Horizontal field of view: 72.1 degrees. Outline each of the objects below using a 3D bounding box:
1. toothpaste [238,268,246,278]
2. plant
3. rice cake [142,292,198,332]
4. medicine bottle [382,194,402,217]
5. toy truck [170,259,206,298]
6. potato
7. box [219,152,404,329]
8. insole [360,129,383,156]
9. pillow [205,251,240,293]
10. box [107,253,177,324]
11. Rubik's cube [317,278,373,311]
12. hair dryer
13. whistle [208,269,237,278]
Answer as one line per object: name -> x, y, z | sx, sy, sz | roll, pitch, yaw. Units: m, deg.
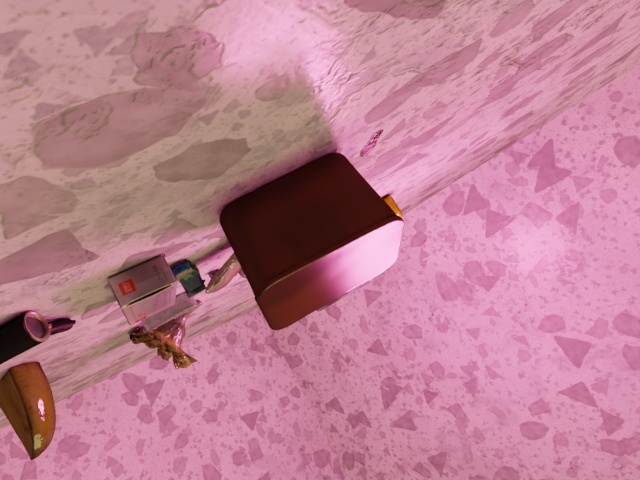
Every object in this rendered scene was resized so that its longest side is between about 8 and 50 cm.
toothpaste -> -0.188, 0.034, 1.523 | 0.266, 0.061, 0.096 | -41, 167, 25
plant -> -0.627, 0.375, 1.772 | 0.261, 0.297, 0.305 | 13, -173, -45
rice cake -> -0.536, 0.248, 1.541 | 0.206, 0.069, 0.063 | -25, 174, -14
medicine bottle -> 0.252, -0.101, 1.981 | 0.212, 0.122, 0.122 | -31, 172, 15
toy truck -> -0.359, 0.106, 1.201 | 0.067, 0.081, 0.175 | -30, 173, -12
potato -> -0.869, 0.517, 1.329 | 0.269, 0.255, 0.112 | -36, 169, 39
box -> -0.025, -0.004, 0.983 | 0.339, 0.229, 0.239 | -29, 154, -11
insole -> 0.124, -0.235, 1.074 | 0.045, 0.002, 0.135 | -28, 172, -16
pillow -> -0.241, 0.059, 1.261 | 0.230, 0.050, 0.148 | -48, 174, 6
box -> -0.431, 0.129, 1.086 | 0.135, 0.079, 0.269 | -27, 172, -25
Rubik's cube -> 0.044, 0.138, 2.109 | 0.303, 0.305, 0.301 | -28, 174, -2
hair dryer -> -0.626, 0.208, 0.972 | 0.128, 0.070, 0.255 | -29, 177, -4
whistle -> -0.337, 0.117, 1.537 | 0.033, 0.033, 0.176 | -31, 172, 12
